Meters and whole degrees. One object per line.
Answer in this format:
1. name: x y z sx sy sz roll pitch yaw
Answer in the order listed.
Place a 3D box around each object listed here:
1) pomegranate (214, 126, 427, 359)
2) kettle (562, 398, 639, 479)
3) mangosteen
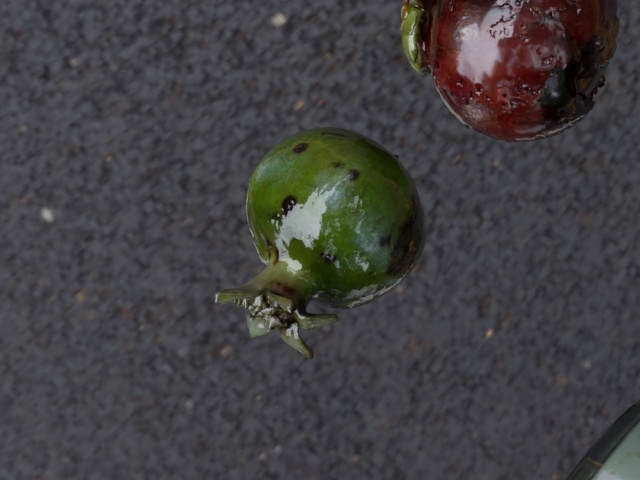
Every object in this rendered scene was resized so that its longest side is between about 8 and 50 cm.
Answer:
1. pomegranate: 0.007 0.001 1.252 0.148 0.169 0.148 13 158 5
2. kettle: 0.231 0.274 0.762 0.376 0.361 0.250 33 121 21
3. mangosteen: 0.139 -0.162 1.279 0.180 0.166 0.166 19 123 36
